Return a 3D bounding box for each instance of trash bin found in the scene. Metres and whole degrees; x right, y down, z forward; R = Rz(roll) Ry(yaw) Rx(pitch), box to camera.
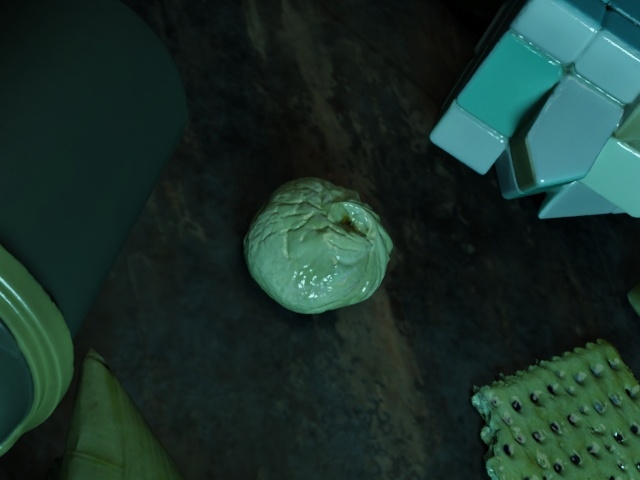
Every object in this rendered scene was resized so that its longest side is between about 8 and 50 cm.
[{"bbox_3d":[-0.220,0.002,0.912,0.214,0.214,0.334,33,49,-3],"label":"trash bin"}]

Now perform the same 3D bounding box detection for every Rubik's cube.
[{"bbox_3d":[0.239,-0.129,1.295,0.213,0.224,0.265,34,39,-4],"label":"Rubik's cube"}]

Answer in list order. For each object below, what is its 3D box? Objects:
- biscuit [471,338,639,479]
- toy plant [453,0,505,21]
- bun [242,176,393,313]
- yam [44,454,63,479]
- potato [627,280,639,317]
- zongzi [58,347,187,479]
[{"bbox_3d":[0.194,0.152,1.182,0.203,0.016,0.144,-15,64,-39],"label":"biscuit"},{"bbox_3d":[0.220,-0.288,1.484,0.232,0.112,0.243,27,52,-7],"label":"toy plant"},{"bbox_3d":[0.000,0.000,1.151,0.115,0.069,0.115,15,48,-18],"label":"bun"},{"bbox_3d":[-0.137,0.174,0.949,0.043,0.043,0.094,-27,72,-42],"label":"yam"},{"bbox_3d":[0.331,0.049,1.312,0.096,0.066,0.103,51,45,9],"label":"potato"},{"bbox_3d":[-0.029,0.232,0.875,0.289,0.154,0.318,20,55,-21],"label":"zongzi"}]
